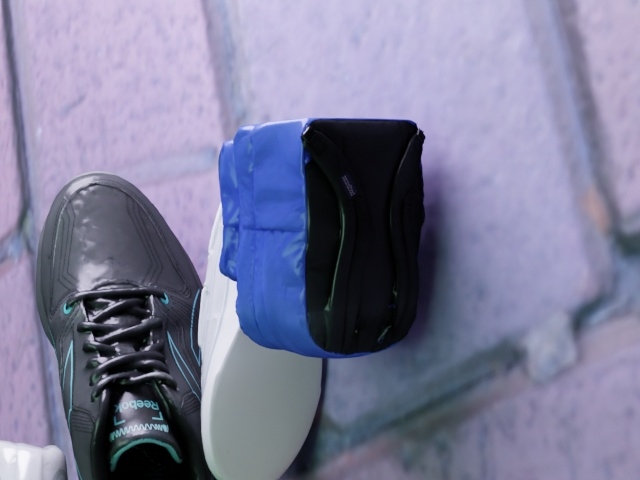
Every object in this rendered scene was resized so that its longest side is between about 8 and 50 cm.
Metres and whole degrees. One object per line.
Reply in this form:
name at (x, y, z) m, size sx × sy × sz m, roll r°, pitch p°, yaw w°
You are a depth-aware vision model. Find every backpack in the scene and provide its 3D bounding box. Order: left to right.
backpack at (0.000, 0.000, 0.845) m, size 0.101 × 0.098 × 0.120 m, roll -3°, pitch 91°, yaw 49°

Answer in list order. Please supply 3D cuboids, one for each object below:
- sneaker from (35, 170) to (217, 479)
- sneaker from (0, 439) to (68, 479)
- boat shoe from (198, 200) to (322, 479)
sneaker at (-0.100, 0.080, 0.936) m, size 0.106 × 0.101 × 0.267 m, roll 116°, pitch 141°, yaw -72°
sneaker at (-0.198, 0.211, 1.018) m, size 0.292 × 0.110 × 0.118 m, roll 129°, pitch 140°, yaw -58°
boat shoe at (-0.041, 0.046, 0.916) m, size 0.063 × 0.066 × 0.184 m, roll 170°, pitch 102°, yaw -64°
